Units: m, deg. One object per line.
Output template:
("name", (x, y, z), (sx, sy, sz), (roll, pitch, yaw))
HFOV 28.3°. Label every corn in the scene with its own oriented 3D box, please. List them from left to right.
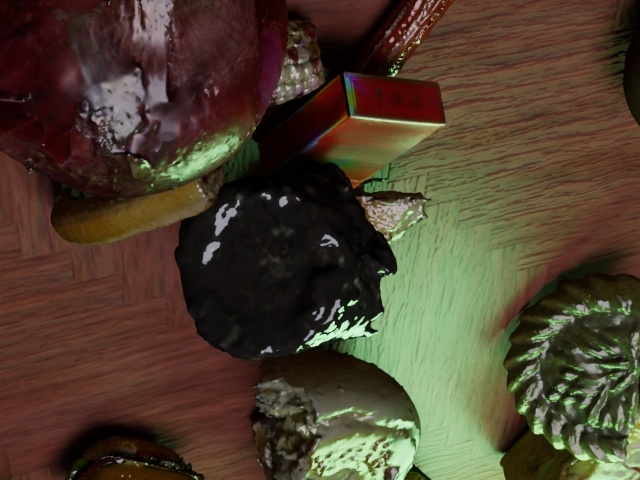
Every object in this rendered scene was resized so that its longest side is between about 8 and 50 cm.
("corn", (-0.122, -0.141, 1.136), (0.280, 0.092, 0.092), (-15, 137, -17))

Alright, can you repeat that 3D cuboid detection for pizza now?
("pizza", (-0.167, -0.040, 1.138), (0.134, 0.271, 0.056), (-37, 106, -22))
("pizza", (0.000, 0.000, 1.375), (0.147, 0.069, 0.226), (30, 112, -22))

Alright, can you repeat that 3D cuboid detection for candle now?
("candle", (0.114, -0.243, 1.200), (0.051, 0.048, 0.329), (28, 118, -21))

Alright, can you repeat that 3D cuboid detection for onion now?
("onion", (-0.154, -0.168, 0.955), (0.276, 0.276, 0.276), (-15, 138, -15))

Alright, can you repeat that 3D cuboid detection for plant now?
("plant", (-0.034, 0.021, 1.206), (0.204, 0.178, 0.234), (-15, 178, 10))

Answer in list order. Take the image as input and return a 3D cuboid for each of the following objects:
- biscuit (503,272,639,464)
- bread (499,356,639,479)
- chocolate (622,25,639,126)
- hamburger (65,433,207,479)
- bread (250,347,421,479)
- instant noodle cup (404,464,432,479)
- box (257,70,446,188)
("biscuit", (0.332, 0.166, 1.657), (0.187, 0.036, 0.274), (7, 112, 13))
("bread", (0.391, 0.288, 1.811), (0.132, 0.167, 0.294), (30, 117, -18))
("chocolate", (0.399, -0.171, 1.348), (0.176, 0.177, 0.177), (-15, 138, -15))
("hamburger", (-0.234, 0.292, 1.522), (0.166, 0.087, 0.137), (24, 118, -41))
("bread", (0.021, 0.230, 1.536), (0.192, 0.171, 0.314), (-20, 140, -13))
("instant noodle cup", (0.121, 0.448, 1.815), (0.207, 0.207, 0.233), (-31, 146, 3))
("box", (0.027, -0.104, 1.236), (0.112, 0.048, 0.175), (2, 160, -32))
